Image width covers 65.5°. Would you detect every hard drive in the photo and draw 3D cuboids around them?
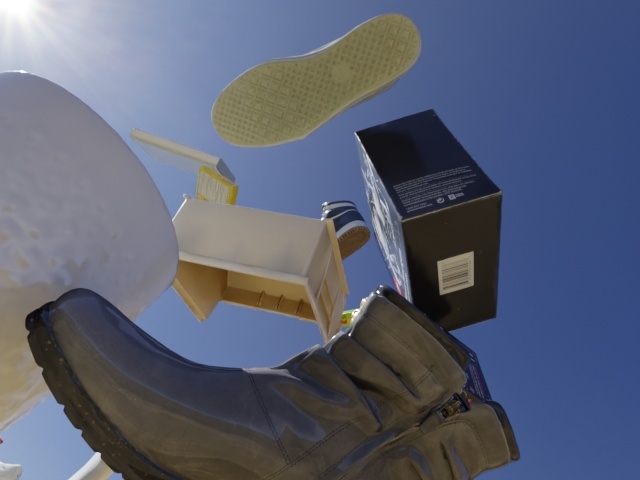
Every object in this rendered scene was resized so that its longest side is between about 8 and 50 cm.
[{"bbox_3d":[-0.450,-0.273,1.656,0.308,0.040,0.203,20,-10,9],"label":"hard drive"}]

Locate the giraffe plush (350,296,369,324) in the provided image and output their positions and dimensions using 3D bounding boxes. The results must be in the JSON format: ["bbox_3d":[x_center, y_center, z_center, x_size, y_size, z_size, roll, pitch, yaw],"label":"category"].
[{"bbox_3d":[0.188,0.244,1.288,0.170,0.181,0.210,11,-21,-17],"label":"giraffe plush"}]

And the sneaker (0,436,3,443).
[{"bbox_3d":[-0.658,0.497,0.852,0.131,0.350,0.148,-11,-29,42],"label":"sneaker"}]

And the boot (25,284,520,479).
[{"bbox_3d":[-0.021,0.108,0.385,0.338,0.223,0.118,47,-6,-14],"label":"boot"}]

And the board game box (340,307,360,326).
[{"bbox_3d":[0.102,0.254,1.640,0.181,0.092,0.043,-21,-99,50],"label":"board game box"}]

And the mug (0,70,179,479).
[{"bbox_3d":[-0.310,0.084,0.438,0.276,0.328,0.374,-17,-66,42],"label":"mug"}]

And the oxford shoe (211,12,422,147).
[{"bbox_3d":[-0.010,-0.311,1.014,0.449,0.130,0.169,-22,-81,13],"label":"oxford shoe"}]

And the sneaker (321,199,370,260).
[{"bbox_3d":[0.000,0.000,1.369,0.282,0.153,0.099,-33,-47,17],"label":"sneaker"}]

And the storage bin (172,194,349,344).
[{"bbox_3d":[-0.102,0.065,0.832,0.262,0.123,0.260,10,-34,18],"label":"storage bin"}]

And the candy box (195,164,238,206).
[{"bbox_3d":[-0.247,-0.059,1.143,0.105,0.027,0.206,32,-54,21],"label":"candy box"}]

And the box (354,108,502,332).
[{"bbox_3d":[0.217,-0.032,1.026,0.179,0.312,0.343,-16,-49,0],"label":"box"}]

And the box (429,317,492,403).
[{"bbox_3d":[0.178,0.302,0.942,0.142,0.163,0.247,35,-66,-18],"label":"box"}]

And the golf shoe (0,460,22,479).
[{"bbox_3d":[-0.534,0.350,0.747,0.176,0.086,0.069,10,-80,17],"label":"golf shoe"}]
